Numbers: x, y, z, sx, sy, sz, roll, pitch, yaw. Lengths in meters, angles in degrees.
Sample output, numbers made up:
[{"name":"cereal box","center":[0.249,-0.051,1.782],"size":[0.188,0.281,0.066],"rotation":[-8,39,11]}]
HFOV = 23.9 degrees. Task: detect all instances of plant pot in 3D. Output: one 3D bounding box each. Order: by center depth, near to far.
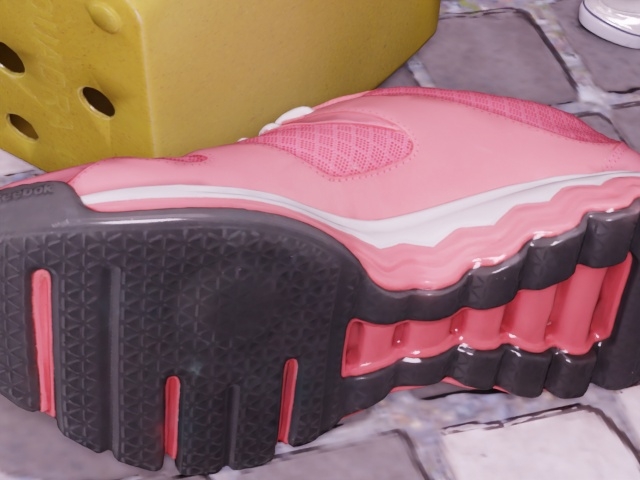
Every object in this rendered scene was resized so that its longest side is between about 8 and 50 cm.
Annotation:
[{"name":"plant pot","center":[-0.079,-0.137,0.644],"size":[0.212,0.212,0.187],"rotation":[27,59,16]}]

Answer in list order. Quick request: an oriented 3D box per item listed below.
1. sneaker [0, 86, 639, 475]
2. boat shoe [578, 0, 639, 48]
[{"name":"sneaker","center":[0.000,0.000,0.595],"size":[0.313,0.116,0.136],"rotation":[-2,35,-22]},{"name":"boat shoe","center":[0.185,-0.119,0.781],"size":[0.100,0.035,0.035],"rotation":[11,44,0]}]
